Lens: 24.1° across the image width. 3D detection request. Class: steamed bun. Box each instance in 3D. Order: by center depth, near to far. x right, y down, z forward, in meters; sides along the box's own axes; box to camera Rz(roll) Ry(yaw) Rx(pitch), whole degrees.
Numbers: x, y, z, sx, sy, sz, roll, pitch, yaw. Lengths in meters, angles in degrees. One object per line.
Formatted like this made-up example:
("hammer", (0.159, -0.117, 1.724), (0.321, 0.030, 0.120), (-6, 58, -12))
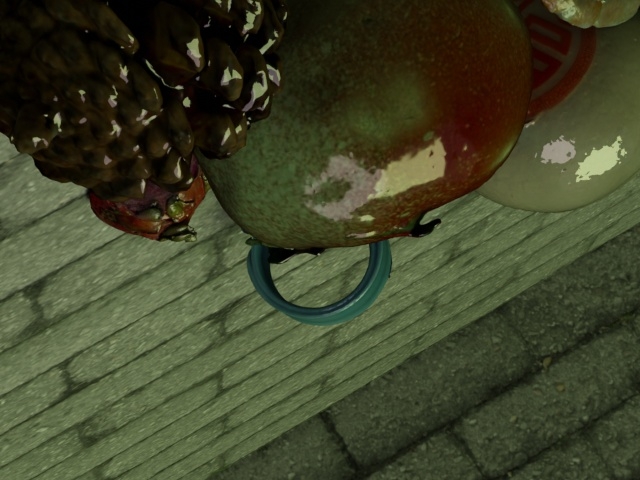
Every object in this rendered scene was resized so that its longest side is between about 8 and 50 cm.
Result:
("steamed bun", (0.247, -0.176, 1.675), (0.283, 0.283, 0.177), (-36, 140, 9))

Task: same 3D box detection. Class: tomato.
("tomato", (0.019, -0.140, 1.274), (0.303, 0.239, 0.303), (-19, -152, 10))

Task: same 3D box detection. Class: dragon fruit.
("dragon fruit", (-0.158, -0.049, 1.554), (0.147, 0.096, 0.102), (-31, 161, -13))

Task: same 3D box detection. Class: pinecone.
("pinecone", (-0.138, -0.145, 1.067), (0.243, 0.243, 0.257), (-41, -177, 27))

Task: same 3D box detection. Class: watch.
("watch", (0.000, 0.000, 1.830), (0.211, 0.193, 0.211), (-30, 166, -8))

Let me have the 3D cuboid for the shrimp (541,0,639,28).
("shrimp", (0.331, -0.324, 1.601), (0.317, 0.164, 0.062), (-27, -157, -34))
